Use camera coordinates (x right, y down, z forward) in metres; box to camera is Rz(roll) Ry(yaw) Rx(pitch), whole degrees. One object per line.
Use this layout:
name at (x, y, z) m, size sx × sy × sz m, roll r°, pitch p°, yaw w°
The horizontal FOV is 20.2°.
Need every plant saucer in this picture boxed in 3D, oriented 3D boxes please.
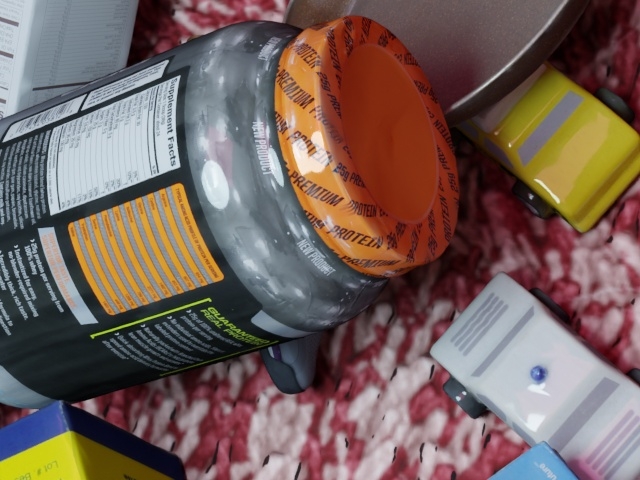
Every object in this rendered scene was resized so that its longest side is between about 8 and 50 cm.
plant saucer at (0.097, -0.189, 1.308) m, size 0.310 × 0.050 × 0.310 m, roll -29°, pitch 42°, yaw 29°

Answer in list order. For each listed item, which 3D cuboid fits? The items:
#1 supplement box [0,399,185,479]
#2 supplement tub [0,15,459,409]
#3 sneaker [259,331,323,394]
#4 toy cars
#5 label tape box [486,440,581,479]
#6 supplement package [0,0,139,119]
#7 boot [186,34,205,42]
supplement box at (-0.168, 0.322, 1.208) m, size 0.194 × 0.195 × 0.356 m, roll -25°, pitch 64°, yaw 12°
supplement tub at (-0.092, -0.019, 1.193) m, size 0.338 × 0.207 × 0.207 m, roll -17°, pitch 66°, yaw 31°
sneaker at (0.000, 0.000, 1.321) m, size 0.098 × 0.083 × 0.223 m, roll -8°, pitch 68°, yaw 13°
toy cars at (0.147, 0.000, 1.257) m, size 0.176 × 0.087 × 0.393 m, roll -11°, pitch 68°, yaw 18°
label tape box at (0.085, 0.317, 1.097) m, size 0.334 × 0.106 × 0.240 m, roll -33°, pitch 61°, yaw -17°
supplement package at (-0.238, -0.151, 1.382) m, size 0.134 × 0.139 × 0.244 m, roll 21°, pitch 108°, yaw 26°
boot at (-0.079, -0.090, 1.345) m, size 0.219 × 0.082 × 0.106 m, roll 169°, pitch 108°, yaw -65°
